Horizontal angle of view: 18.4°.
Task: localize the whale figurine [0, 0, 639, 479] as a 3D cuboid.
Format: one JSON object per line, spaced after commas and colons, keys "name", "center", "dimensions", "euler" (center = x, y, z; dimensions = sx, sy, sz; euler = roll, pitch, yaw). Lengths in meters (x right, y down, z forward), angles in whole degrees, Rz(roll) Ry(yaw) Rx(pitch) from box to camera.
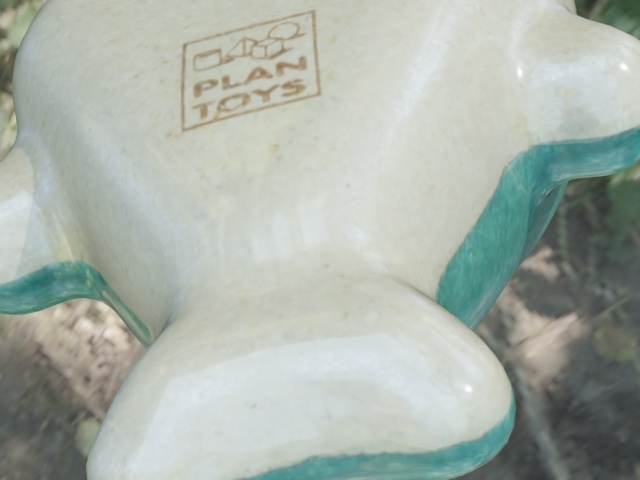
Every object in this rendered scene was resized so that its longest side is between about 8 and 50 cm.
{"name": "whale figurine", "center": [0.000, 0.000, 0.577], "dimensions": [0.216, 0.141, 0.272], "euler": [-14, 34, 6]}
